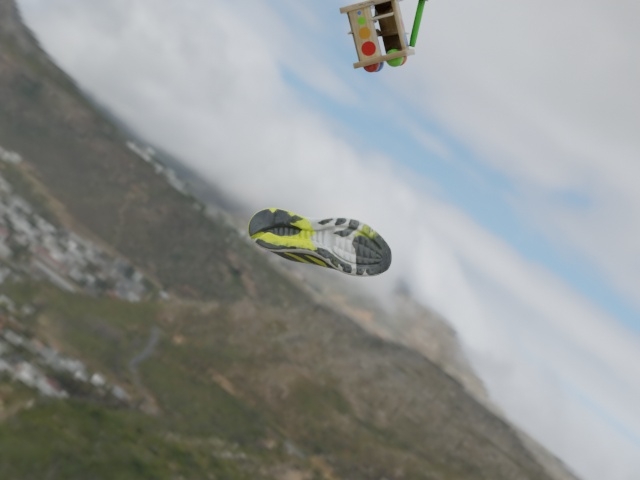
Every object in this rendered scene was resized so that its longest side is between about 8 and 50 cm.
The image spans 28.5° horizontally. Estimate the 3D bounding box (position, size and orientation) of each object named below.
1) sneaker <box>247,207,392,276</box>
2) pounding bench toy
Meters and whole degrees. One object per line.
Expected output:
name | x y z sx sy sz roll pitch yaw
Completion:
sneaker | 0.000 0.000 0.717 0.083 0.031 0.035 17 -7 -2
pounding bench toy | 0.069 -0.195 1.173 0.052 0.083 0.065 -34 110 -74
